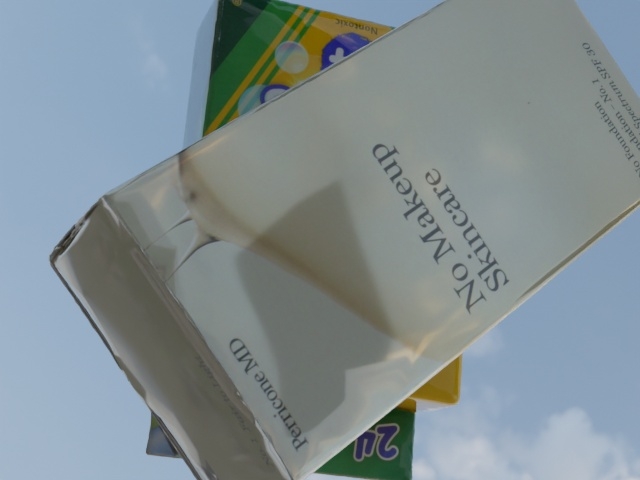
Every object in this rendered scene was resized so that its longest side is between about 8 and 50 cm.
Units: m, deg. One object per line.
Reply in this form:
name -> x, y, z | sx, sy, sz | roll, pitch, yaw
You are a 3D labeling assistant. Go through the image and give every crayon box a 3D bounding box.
crayon box -> 0.000, 0.000, 0.808 | 0.083, 0.203, 0.323 | 146, -49, -68

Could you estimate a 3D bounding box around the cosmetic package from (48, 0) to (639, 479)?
cosmetic package -> 0.034, -0.015, 0.609 | 0.160, 0.309, 0.113 | 55, -32, -1
